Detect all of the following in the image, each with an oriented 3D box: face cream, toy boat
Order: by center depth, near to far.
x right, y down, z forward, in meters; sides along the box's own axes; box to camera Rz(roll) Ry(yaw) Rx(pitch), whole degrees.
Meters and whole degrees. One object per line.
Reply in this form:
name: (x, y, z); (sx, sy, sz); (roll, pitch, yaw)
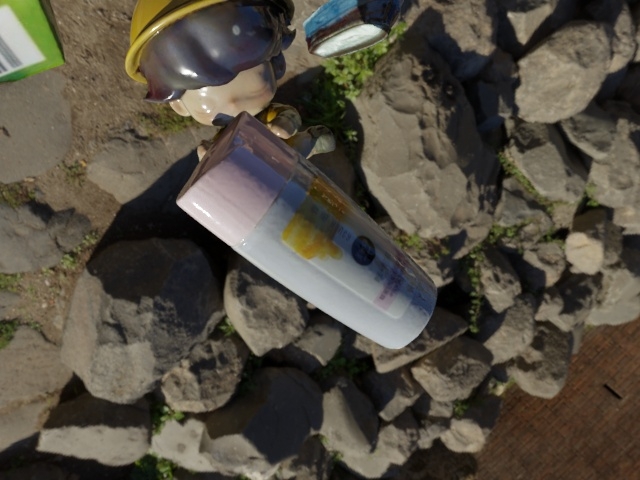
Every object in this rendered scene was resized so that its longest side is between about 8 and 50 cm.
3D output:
face cream: (0.000, 0.000, 0.358); (0.198, 0.057, 0.084); (38, 64, -24)
toy boat: (0.031, -0.214, 0.466); (0.060, 0.137, 0.061); (8, 90, -29)

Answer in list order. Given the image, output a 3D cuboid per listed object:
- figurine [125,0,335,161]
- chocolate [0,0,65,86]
figurine: (-0.103, -0.179, 0.571); (0.192, 0.167, 0.257); (-30, 125, -13)
chocolate: (-0.530, -0.319, 0.696); (0.300, 0.289, 0.137); (-24, 147, -11)
